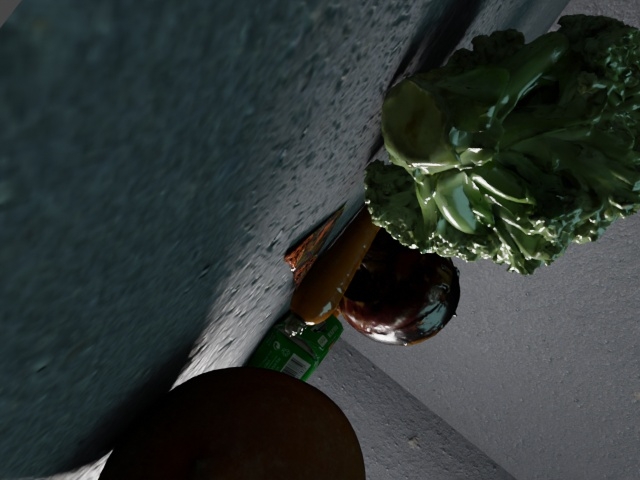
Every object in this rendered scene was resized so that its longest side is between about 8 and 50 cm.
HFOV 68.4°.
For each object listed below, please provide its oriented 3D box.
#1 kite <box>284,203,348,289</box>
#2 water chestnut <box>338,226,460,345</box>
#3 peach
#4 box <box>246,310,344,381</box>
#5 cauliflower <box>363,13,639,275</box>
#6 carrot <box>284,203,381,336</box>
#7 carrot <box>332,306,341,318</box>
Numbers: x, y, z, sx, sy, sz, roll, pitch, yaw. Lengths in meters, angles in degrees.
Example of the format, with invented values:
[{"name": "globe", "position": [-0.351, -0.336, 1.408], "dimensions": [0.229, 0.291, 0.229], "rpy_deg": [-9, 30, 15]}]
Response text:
[{"name": "kite", "position": [-0.001, -0.001, 0.599], "dimensions": [0.125, 0.008, 0.222], "rpy_deg": [-51, 171, -12]}, {"name": "water chestnut", "position": [0.150, 0.077, 1.030], "dimensions": [0.300, 0.300, 0.300], "rpy_deg": [-50, 171, -11]}, {"name": "peach", "position": [-0.082, 0.237, 0.426], "dimensions": [0.252, 0.252, 0.252], "rpy_deg": [-50, 171, -11]}, {"name": "box", "position": [-0.074, 0.241, 0.892], "dimensions": [0.250, 0.103, 0.180], "rpy_deg": [-54, 171, 21]}, {"name": "cauliflower", "position": [0.168, -0.096, 0.463], "dimensions": [0.250, 0.272, 0.275], "rpy_deg": [7, 110, -44]}, {"name": "carrot", "position": [0.050, 0.014, 0.745], "dimensions": [0.336, 0.069, 0.069], "rpy_deg": [-52, 172, -19]}, {"name": "carrot", "position": [0.047, 0.187, 1.414], "dimensions": [0.205, 0.072, 0.072], "rpy_deg": [-51, 171, -22]}]
